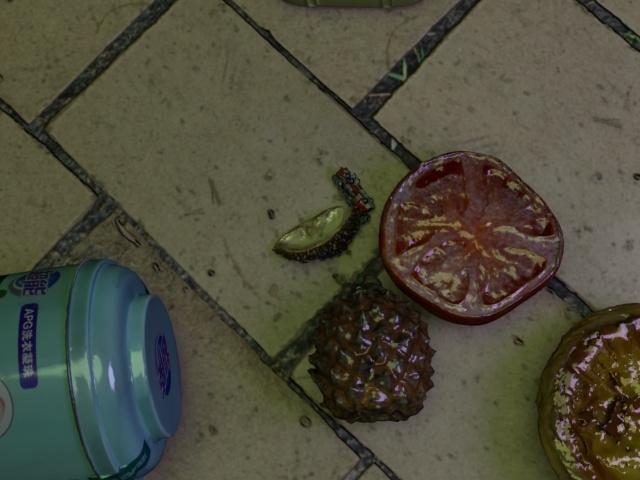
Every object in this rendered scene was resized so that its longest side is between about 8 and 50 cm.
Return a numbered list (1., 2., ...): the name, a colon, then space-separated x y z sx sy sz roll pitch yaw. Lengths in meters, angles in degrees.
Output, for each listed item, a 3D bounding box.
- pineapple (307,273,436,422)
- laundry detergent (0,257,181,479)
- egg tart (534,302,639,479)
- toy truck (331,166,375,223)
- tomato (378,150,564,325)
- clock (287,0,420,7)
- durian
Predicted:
1. pineapple: 0.063 0.134 1.380 0.166 0.166 0.193 -2 69 5
2. laundry detergent: -0.341 0.174 1.342 0.305 0.287 0.287 -9 77 4
3. egg tart: 0.403 0.222 1.340 0.290 0.115 0.290 -1 75 2
4. toy truck: 0.047 -0.062 1.487 0.032 0.024 0.083 -40 74 19
5. tomato: 0.194 0.004 1.419 0.236 0.095 0.237 -2 70 4
6. clock: 0.050 -0.485 1.541 0.235 0.096 0.308 3 78 7
7. durian: -0.003 -0.004 1.465 0.130 0.052 0.066 -27 79 7
